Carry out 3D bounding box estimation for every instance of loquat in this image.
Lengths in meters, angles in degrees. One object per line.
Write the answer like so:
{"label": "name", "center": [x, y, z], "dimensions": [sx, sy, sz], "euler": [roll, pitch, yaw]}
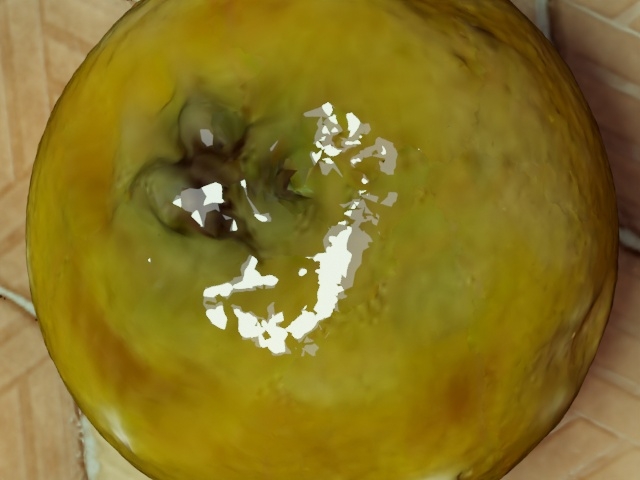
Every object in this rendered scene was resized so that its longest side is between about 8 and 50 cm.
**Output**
{"label": "loquat", "center": [0.000, 0.000, 0.756], "dimensions": [0.328, 0.328, 0.329], "euler": [2, 96, 16]}
